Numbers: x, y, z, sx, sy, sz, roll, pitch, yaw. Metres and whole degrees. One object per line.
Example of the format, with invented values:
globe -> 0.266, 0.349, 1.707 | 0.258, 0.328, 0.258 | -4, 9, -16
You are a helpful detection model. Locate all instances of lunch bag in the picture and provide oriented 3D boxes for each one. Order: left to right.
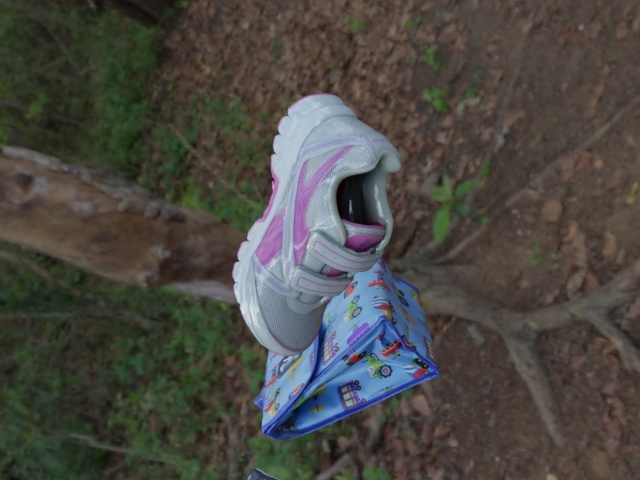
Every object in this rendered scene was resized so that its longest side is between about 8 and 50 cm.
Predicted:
lunch bag -> 0.018, 0.181, 1.483 | 0.293, 0.138, 0.221 | -37, 24, 17

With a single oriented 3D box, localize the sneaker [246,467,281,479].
sneaker -> -0.097, 0.314, 0.932 | 0.226, 0.086, 0.163 | -23, 29, 41

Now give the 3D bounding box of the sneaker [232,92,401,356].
sneaker -> 0.000, 0.000, 0.869 | 0.111, 0.103, 0.252 | 31, 116, 42
